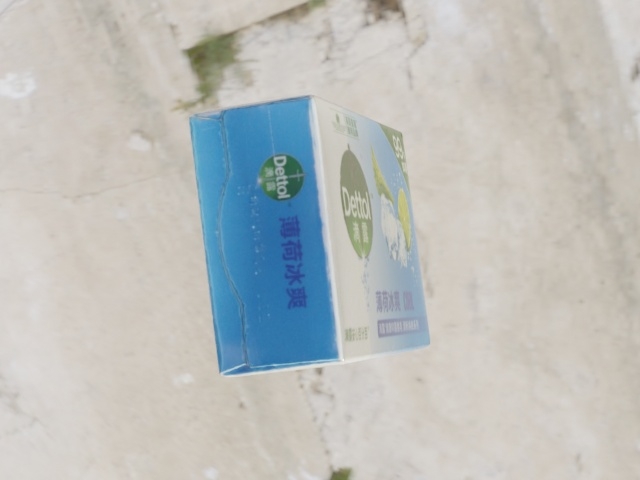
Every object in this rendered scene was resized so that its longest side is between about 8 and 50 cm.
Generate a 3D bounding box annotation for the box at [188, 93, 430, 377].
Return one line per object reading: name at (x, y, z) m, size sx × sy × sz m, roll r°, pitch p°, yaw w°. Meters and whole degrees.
box at (0.000, 0.000, 0.844) m, size 0.073 × 0.194 × 0.139 m, roll -8°, pitch 87°, yaw 17°
